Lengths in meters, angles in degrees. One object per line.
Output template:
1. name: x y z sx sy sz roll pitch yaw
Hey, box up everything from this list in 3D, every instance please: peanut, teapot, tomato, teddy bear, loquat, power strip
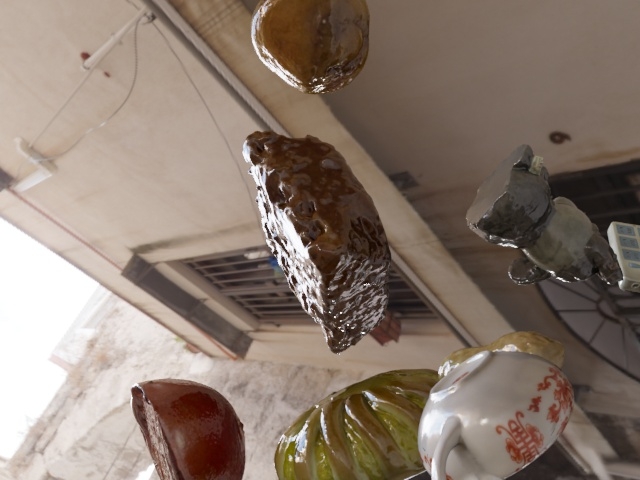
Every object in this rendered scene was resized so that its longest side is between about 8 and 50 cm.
1. peanut: 0.251 0.180 0.785 0.089 0.192 0.089 33 -140 -33
2. teapot: 0.159 0.175 0.529 0.245 0.159 0.116 -30 -88 -49
3. tomato: -0.223 0.366 1.018 0.170 0.309 0.309 -18 -84 -31
4. teddy bear: 0.341 -0.018 0.884 0.251 0.171 0.144 39 -132 -14
5. loquat: -0.007 -0.228 0.597 0.113 0.137 0.137 -33 -74 -41
6. power strip: 0.574 0.031 1.005 0.192 0.081 0.035 -64 -17 -50

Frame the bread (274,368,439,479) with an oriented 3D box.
1. bread: 0.085 0.309 0.907 0.333 0.333 0.160 -11 -109 -43

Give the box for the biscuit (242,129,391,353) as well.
1. biscuit: 0.000 0.000 1.119 0.166 0.395 0.343 -23 -122 -12
